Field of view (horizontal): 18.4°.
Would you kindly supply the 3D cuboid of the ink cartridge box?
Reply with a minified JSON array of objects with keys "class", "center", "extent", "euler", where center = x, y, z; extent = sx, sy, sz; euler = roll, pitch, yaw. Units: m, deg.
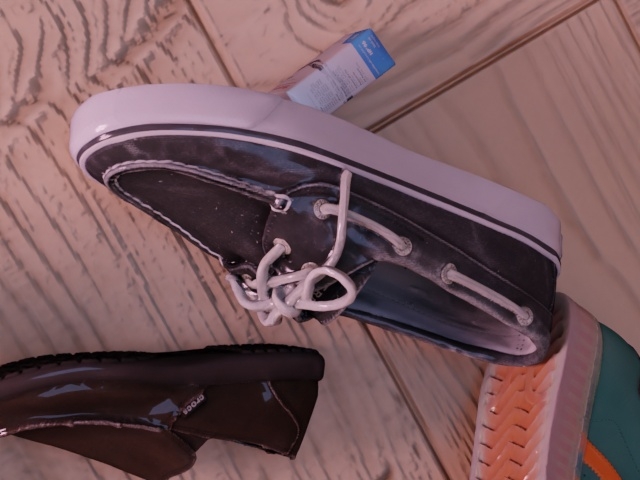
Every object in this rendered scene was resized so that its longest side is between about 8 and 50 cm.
[{"class":"ink cartridge box","center":[-0.002,-0.090,1.173],"extent":[0.083,0.048,0.028],"euler":[-38,101,-15]}]

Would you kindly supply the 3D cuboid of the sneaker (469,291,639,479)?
[{"class":"sneaker","center":[0.146,0.181,1.154],"extent":[0.121,0.108,0.302],"euler":[31,57,-22]}]

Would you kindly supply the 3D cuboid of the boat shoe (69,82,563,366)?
[{"class":"boat shoe","center":[-0.002,0.002,1.132],"extent":[0.306,0.113,0.105],"euler":[20,59,-24]}]

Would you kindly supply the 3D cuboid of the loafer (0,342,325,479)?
[{"class":"loafer","center":[-0.099,0.102,1.123],"extent":[0.220,0.080,0.078],"euler":[-2,90,-19]}]
